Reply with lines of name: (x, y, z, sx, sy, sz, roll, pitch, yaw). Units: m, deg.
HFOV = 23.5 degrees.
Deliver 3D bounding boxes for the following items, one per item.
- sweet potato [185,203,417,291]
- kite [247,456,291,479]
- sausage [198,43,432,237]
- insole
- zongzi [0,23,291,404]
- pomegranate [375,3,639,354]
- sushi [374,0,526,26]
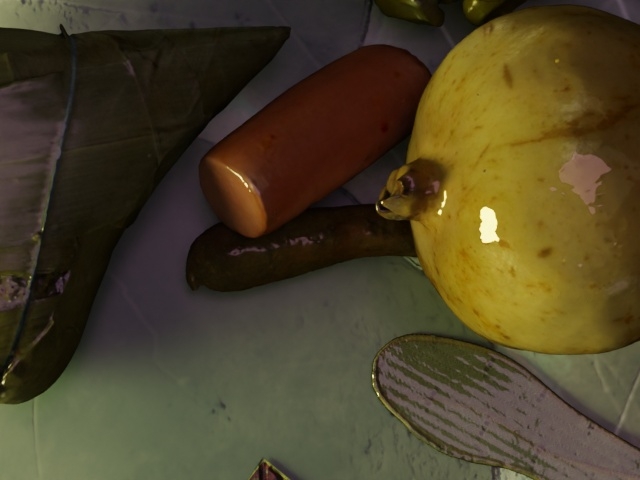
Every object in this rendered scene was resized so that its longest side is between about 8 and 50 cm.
sweet potato: (0.000, 0.000, 1.517, 0.273, 0.075, 0.075, -9, 82, -12)
kite: (-0.047, 0.273, 1.496, 0.222, 0.008, 0.125, -7, 82, -7)
sausage: (0.004, -0.106, 1.493, 0.259, 0.113, 0.113, -37, 87, -26)
insole: (0.210, 0.196, 1.536, 0.348, 0.009, 0.119, 30, 78, -1)
zongzi: (-0.203, -0.032, 1.455, 0.393, 0.174, 0.356, -4, 87, -15)
pomegranate: (0.206, -0.055, 1.415, 0.343, 0.342, 0.342, 1, 81, -6)
sushi: (0.167, -0.375, 1.469, 0.328, 0.328, 0.285, 5, 75, -10)
